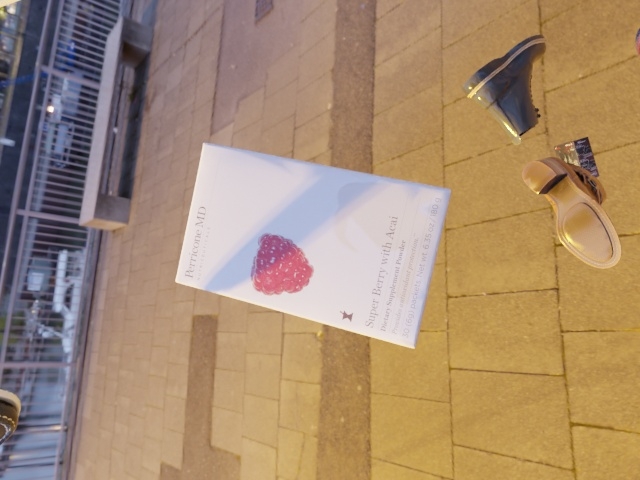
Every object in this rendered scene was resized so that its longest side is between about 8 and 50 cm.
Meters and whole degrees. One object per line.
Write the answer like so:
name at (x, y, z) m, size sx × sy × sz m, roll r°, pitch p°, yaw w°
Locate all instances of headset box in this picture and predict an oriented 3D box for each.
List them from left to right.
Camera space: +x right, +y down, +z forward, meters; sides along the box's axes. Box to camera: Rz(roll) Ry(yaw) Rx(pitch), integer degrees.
headset box at (0.471, -0.142, 0.864) m, size 0.062 × 0.032 × 0.084 m, roll -143°, pitch 35°, yaw -84°

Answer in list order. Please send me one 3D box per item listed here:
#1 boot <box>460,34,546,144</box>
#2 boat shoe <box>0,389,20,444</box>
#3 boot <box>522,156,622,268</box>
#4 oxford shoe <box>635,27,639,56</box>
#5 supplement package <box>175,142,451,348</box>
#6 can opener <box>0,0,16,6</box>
boot at (0.350, -0.259, 0.812) m, size 0.137 × 0.197 × 0.077 m, roll 52°, pitch 163°, yaw 5°
boat shoe at (-0.453, 0.223, 0.438) m, size 0.091 × 0.302 × 0.115 m, roll 44°, pitch 129°, yaw 40°
boot at (0.413, -0.054, 0.730) m, size 0.073 × 0.152 × 0.197 m, roll -45°, pitch 63°, yaw 41°
oxford shoe at (0.539, -0.341, 0.618) m, size 0.271 × 0.097 × 0.099 m, roll -32°, pitch 40°, yaw 16°
supplement package at (0.000, 0.000, 0.599) m, size 0.292 × 0.175 × 0.178 m, roll 13°, pitch 93°, yaw 14°
can opener at (-0.295, -0.325, 0.523) m, size 0.280 × 0.074 × 0.093 m, roll -19°, pitch 47°, yaw 2°
